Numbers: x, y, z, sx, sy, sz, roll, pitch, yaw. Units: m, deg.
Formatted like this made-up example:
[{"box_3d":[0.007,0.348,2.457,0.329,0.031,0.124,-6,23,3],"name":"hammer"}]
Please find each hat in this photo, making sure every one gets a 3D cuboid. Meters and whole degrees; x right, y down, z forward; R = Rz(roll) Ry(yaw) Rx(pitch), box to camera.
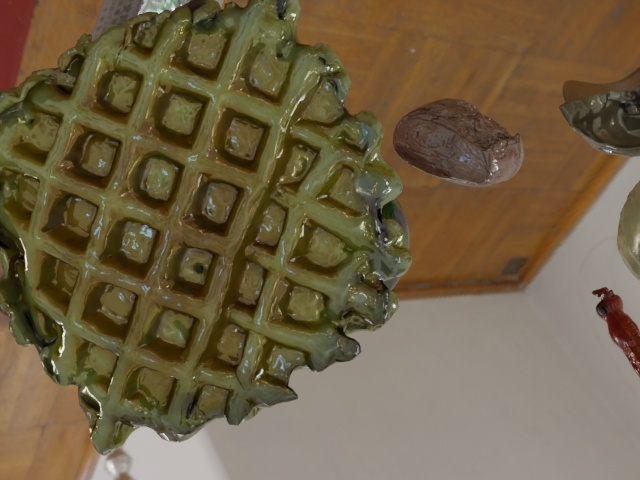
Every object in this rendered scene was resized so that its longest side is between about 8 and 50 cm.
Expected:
[{"box_3d":[0.425,-0.179,1.120,0.166,0.144,0.173,-14,178,19],"name":"hat"}]

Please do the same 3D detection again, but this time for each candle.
[{"box_3d":[0.525,0.197,1.307,0.051,0.329,0.048,-21,130,4],"name":"candle"}]

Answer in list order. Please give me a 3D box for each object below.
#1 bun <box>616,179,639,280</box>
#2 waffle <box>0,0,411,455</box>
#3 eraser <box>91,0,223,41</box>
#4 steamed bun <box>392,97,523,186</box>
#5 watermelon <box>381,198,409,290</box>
[{"box_3d":[0.456,-0.038,0.872,0.259,0.152,0.259,2,116,4],"name":"bun"},{"box_3d":[-0.065,-0.006,0.399,0.214,0.207,0.054,-22,-174,6],"name":"waffle"},{"box_3d":[-0.149,-0.180,0.712,0.089,0.061,0.351,27,76,-48],"name":"eraser"},{"box_3d":[0.198,-0.142,1.162,0.145,0.175,0.106,-10,123,-53],"name":"steamed bun"},{"box_3d":[0.005,-0.002,1.222,0.269,0.269,0.269,-21,144,-16],"name":"watermelon"}]
